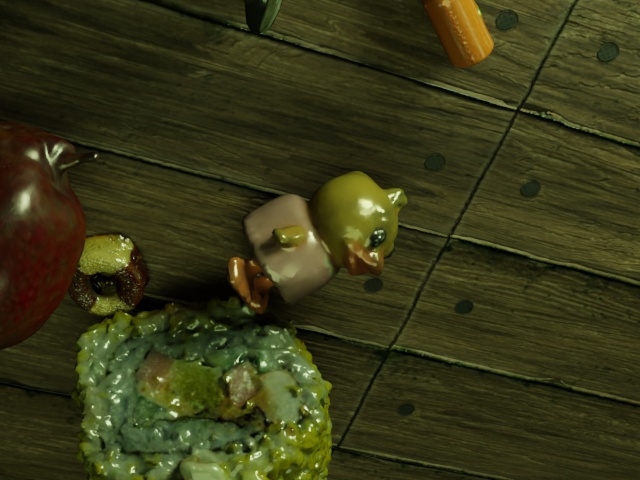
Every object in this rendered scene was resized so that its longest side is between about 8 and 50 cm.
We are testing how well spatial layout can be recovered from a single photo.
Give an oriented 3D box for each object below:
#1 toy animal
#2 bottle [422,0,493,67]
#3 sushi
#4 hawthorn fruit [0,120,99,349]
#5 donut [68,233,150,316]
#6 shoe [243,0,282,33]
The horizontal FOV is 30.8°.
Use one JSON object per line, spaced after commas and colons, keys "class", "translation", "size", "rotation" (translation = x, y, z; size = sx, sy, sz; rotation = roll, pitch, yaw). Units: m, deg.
{"class": "toy animal", "translation": [0.001, -0.004, 1.744], "size": [0.281, 0.169, 0.195], "rotation": [-18, 158, 8]}
{"class": "bottle", "translation": [0.173, -0.326, 1.578], "size": [0.069, 0.069, 0.187], "rotation": [-24, 125, 11]}
{"class": "sushi", "translation": [-0.176, 0.284, 1.797], "size": [0.396, 0.351, 0.240], "rotation": [-6, 143, -2]}
{"class": "hawthorn fruit", "translation": [-0.480, -0.009, 1.602], "size": [0.308, 0.308, 0.325], "rotation": [12, 115, -16]}
{"class": "donut", "translation": [-0.334, 0.057, 1.812], "size": [0.140, 0.059, 0.140], "rotation": [-1, 127, -2]}
{"class": "shoe", "translation": [-0.088, -0.382, 1.495], "size": [0.112, 0.099, 0.227], "rotation": [11, 121, -6]}
